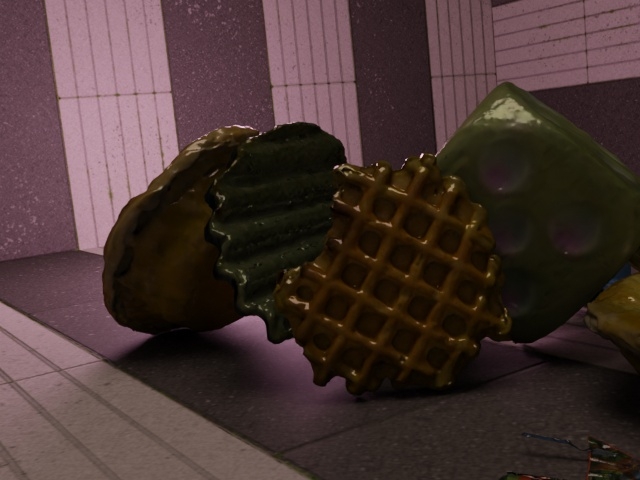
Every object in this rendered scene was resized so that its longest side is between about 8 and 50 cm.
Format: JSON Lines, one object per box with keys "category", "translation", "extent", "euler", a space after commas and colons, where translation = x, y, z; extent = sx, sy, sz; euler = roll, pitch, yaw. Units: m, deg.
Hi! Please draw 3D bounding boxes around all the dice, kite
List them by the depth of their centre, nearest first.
{"category": "kite", "translation": [0.217, 0.192, 0.602], "extent": [0.160, 0.010, 0.183], "euler": [1, 13, 22]}
{"category": "dice", "translation": [0.251, -0.037, 1.016], "extent": [0.254, 0.250, 0.252], "euler": [-51, -6, 22]}

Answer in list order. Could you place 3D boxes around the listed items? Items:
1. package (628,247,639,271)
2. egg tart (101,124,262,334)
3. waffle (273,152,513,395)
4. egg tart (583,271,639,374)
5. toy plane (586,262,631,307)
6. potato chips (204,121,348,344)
{"category": "package", "translation": [0.523, 0.036, 1.099], "extent": [0.226, 0.090, 0.168], "euler": [33, 27, 24]}
{"category": "egg tart", "translation": [-0.161, 0.009, 1.226], "extent": [0.169, 0.388, 0.388], "euler": [38, 30, 25]}
{"category": "waffle", "translation": [0.075, 0.042, 0.891], "extent": [0.291, 0.291, 0.051], "euler": [-5, -3, 3]}
{"category": "egg tart", "translation": [0.414, 0.098, 0.760], "extent": [0.315, 0.120, 0.315], "euler": [-7, 8, 1]}
{"category": "toy plane", "translation": [0.358, 0.071, 1.177], "extent": [0.246, 0.078, 0.169], "euler": [-12, 7, 1]}
{"category": "potato chips", "translation": [0.000, 0.000, 1.104], "extent": [0.070, 0.358, 0.429], "euler": [-39, -8, 33]}
